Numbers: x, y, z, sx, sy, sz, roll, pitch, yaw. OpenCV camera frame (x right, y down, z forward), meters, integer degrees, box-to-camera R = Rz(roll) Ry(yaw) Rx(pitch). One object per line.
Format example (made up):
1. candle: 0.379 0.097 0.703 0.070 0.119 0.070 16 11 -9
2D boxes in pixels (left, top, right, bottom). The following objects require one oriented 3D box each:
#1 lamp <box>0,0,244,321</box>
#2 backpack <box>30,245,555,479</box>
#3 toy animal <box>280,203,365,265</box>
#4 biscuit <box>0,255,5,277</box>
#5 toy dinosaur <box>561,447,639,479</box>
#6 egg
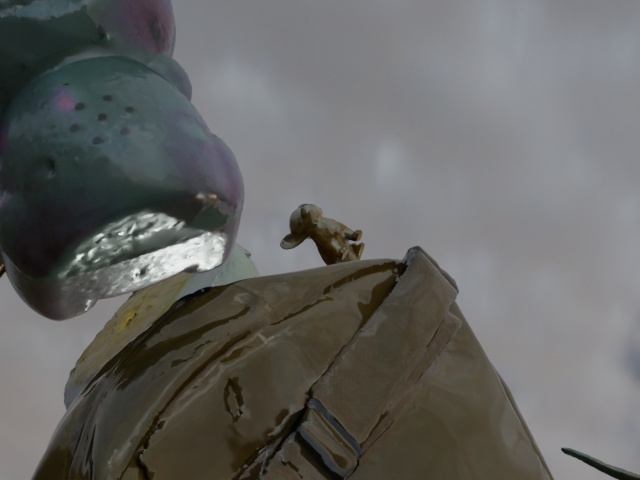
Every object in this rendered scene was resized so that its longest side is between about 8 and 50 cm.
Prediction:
1. lamp: -0.187 -0.122 0.809 0.301 0.247 0.247 62 -18 23
2. backpack: -0.004 0.175 0.623 0.201 0.378 0.353 -36 -108 34
3. toy animal: 0.000 0.000 1.124 0.083 0.060 0.081 25 -31 24
4. biscuit: -0.312 -0.104 1.076 0.216 0.339 0.047 19 -6 -10
5. toy dinosaur: 0.489 0.346 1.393 0.393 0.092 0.205 36 -28 12
6. egg: -0.176 0.160 1.531 0.201 0.337 0.337 43 -37 -18
